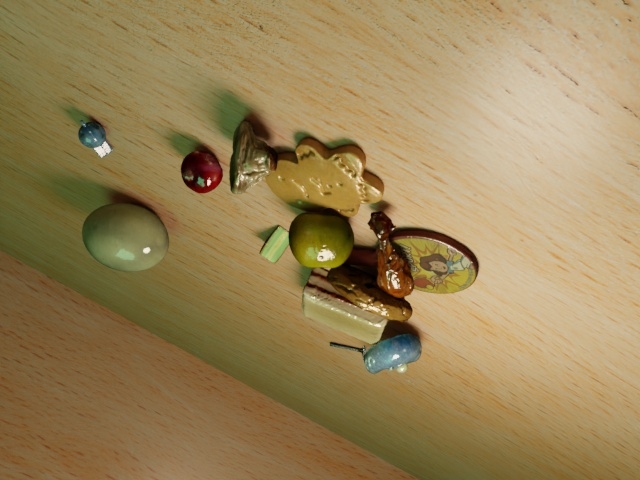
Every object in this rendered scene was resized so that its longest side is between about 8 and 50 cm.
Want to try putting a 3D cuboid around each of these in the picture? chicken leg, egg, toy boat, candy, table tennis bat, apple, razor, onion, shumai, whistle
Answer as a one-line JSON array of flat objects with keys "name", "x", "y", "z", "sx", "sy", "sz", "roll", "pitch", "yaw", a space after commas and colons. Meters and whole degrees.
[{"name": "chicken leg", "x": 0.188, "y": 0.047, "z": 1.506, "sx": 0.113, "sy": 0.093, "sz": 0.304, "roll": 12, "pitch": 137, "yaw": 41}, {"name": "egg", "x": -0.740, "y": -0.013, "z": 2.028, "sx": 0.352, "sy": 0.258, "sz": 0.258, "roll": 19, "pitch": 149, "yaw": 23}, {"name": "toy boat", "x": 0.274, "y": 0.444, "z": 1.969, "sx": 0.215, "sy": 0.123, "sz": 0.330, "roll": -11, "pitch": 158, "yaw": -11}, {"name": "candy", "x": 0.091, "y": 0.236, "z": 1.892, "sx": 0.320, "sy": 0.135, "sz": 0.179, "roll": 24, "pitch": 151, "yaw": 6}, {"name": "table tennis bat", "x": 0.259, "y": 0.061, "z": 1.583, "sx": 0.414, "sy": 0.051, "sz": 0.268, "roll": 4, "pitch": 141, "yaw": 29}, {"name": "apple", "x": 0.000, "y": 0.000, "z": 1.552, "sx": 0.196, "sy": 0.157, "sz": 0.196, "roll": 4, "pitch": -176, "yaw": 0}, {"name": "razor", "x": 0.122, "y": 0.472, "z": 2.326, "sx": 0.190, "sy": 0.033, "sz": 0.066, "roll": 6, "pitch": 99, "yaw": 36}, {"name": "onion", "x": -0.355, "y": -0.203, "z": 1.581, "sx": 0.131, "sy": 0.131, "sz": 0.131, "roll": 19, "pitch": 149, "yaw": 12}, {"name": "shumai", "x": -0.173, "y": -0.215, "z": 1.393, "sx": 0.120, "sy": 0.201, "sz": 0.201, "roll": 6, "pitch": 152, "yaw": -13}, {"name": "whistle", "x": -0.722, "y": -0.325, "z": 1.714, "sx": 0.090, "sy": 0.090, "sz": 0.158, "roll": 8, "pitch": 144, "yaw": 29}]

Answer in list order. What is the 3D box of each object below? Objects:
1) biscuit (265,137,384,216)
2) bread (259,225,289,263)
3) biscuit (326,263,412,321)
[{"name": "biscuit", "x": -0.005, "y": -0.159, "z": 1.446, "sx": 0.355, "sy": 0.052, "sz": 0.275, "roll": 0, "pitch": 140, "yaw": 37}, {"name": "bread", "x": -0.141, "y": -0.002, "z": 1.825, "sx": 0.074, "sy": 0.084, "sz": 0.139, "roll": 32, "pitch": 118, "yaw": -7}, {"name": "biscuit", "x": 0.157, "y": 0.153, "z": 1.652, "sx": 0.296, "sy": 0.075, "sz": 0.296, "roll": 25, "pitch": -169, "yaw": -5}]
